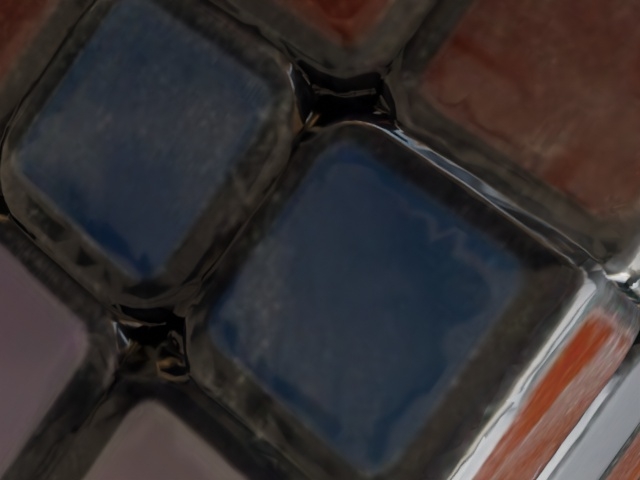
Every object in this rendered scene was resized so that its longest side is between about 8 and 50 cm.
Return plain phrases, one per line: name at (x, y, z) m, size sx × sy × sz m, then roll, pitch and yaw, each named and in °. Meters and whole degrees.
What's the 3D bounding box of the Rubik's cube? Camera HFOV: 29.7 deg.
Rubik's cube at (0.000, 0.000, 0.589) m, size 0.362 × 0.363 × 0.359 m, roll 39°, pitch -83°, yaw 24°
